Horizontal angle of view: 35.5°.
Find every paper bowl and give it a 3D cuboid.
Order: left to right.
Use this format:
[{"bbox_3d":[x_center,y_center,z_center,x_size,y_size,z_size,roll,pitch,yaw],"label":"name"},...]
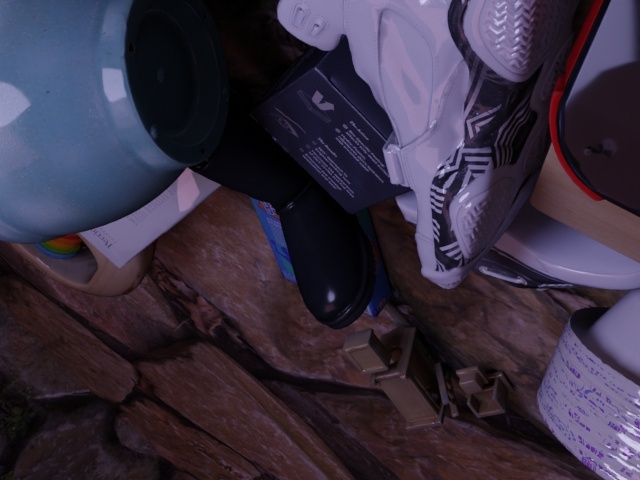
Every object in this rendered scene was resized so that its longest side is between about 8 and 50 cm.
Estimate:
[{"bbox_3d":[0.348,0.134,0.881,0.284,0.148,0.284,16,-164,-5],"label":"paper bowl"}]

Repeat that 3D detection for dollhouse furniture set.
[{"bbox_3d":[0.153,0.154,1.364,0.161,0.101,0.182,-17,125,30],"label":"dollhouse furniture set"}]

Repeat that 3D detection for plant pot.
[{"bbox_3d":[-0.209,-0.147,0.941,0.196,0.293,0.293,-3,138,25],"label":"plant pot"}]

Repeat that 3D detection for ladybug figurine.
[{"bbox_3d":[-0.380,-0.055,1.565,0.305,0.162,0.449,41,154,-10],"label":"ladybug figurine"}]

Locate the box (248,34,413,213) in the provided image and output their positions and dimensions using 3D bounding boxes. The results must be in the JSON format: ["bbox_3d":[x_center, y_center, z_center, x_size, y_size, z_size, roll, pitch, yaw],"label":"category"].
[{"bbox_3d":[0.038,-0.122,0.998,0.156,0.093,0.158,44,155,-14],"label":"box"}]

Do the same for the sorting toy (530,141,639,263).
[{"bbox_3d":[0.314,-0.064,0.748,0.257,0.089,0.255,29,154,15],"label":"sorting toy"}]

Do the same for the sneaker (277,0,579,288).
[{"bbox_3d":[0.083,-0.135,0.836,0.210,0.137,0.366,29,138,23],"label":"sneaker"}]

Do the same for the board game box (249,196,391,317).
[{"bbox_3d":[0.000,0.000,1.307,0.160,0.047,0.210,22,152,29],"label":"board game box"}]

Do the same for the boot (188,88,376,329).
[{"bbox_3d":[-0.052,-0.038,1.059,0.207,0.246,0.094,27,129,-34],"label":"boot"}]

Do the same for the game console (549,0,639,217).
[{"bbox_3d":[0.348,-0.102,0.552,0.386,0.060,0.342,29,124,15],"label":"game console"}]

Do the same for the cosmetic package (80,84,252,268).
[{"bbox_3d":[-0.289,-0.174,1.211,0.377,0.097,0.284,44,127,-15],"label":"cosmetic package"}]

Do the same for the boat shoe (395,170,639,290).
[{"bbox_3d":[0.205,0.001,0.979,0.301,0.108,0.102,15,147,43],"label":"boat shoe"}]
